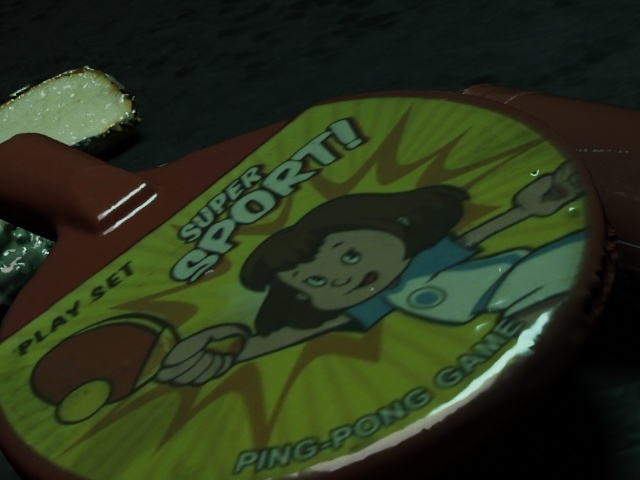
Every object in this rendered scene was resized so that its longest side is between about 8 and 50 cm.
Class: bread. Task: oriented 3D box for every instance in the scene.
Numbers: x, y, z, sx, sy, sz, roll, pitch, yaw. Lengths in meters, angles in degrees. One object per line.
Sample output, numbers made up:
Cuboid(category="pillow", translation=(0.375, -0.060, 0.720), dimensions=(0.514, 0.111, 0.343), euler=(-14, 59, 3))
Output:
Cuboid(category="bread", translation=(-0.212, -0.087, 1.004), dimensions=(0.129, 0.044, 0.126), euler=(-28, 36, -21))

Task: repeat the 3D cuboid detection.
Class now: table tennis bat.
Cuboid(category="table tennis bat", translation=(-0.051, 0.007, 0.581), dimensions=(0.268, 0.051, 0.414), euler=(-40, 34, -23))

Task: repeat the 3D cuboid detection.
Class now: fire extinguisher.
Cuboid(category="fire extinguisher", translation=(0.165, -0.009, 0.564), dimensions=(0.105, 0.105, 0.269), euler=(-35, 31, -26))

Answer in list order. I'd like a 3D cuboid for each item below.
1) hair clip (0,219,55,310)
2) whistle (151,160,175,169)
Cuboid(category="hair clip", translation=(-0.267, 0.018, 0.795), dimensions=(0.321, 0.091, 0.138), euler=(-25, 31, -7))
Cuboid(category="whistle", translation=(-0.080, 0.027, 0.680), dimensions=(0.107, 0.057, 0.220), euler=(-33, 35, 9))
